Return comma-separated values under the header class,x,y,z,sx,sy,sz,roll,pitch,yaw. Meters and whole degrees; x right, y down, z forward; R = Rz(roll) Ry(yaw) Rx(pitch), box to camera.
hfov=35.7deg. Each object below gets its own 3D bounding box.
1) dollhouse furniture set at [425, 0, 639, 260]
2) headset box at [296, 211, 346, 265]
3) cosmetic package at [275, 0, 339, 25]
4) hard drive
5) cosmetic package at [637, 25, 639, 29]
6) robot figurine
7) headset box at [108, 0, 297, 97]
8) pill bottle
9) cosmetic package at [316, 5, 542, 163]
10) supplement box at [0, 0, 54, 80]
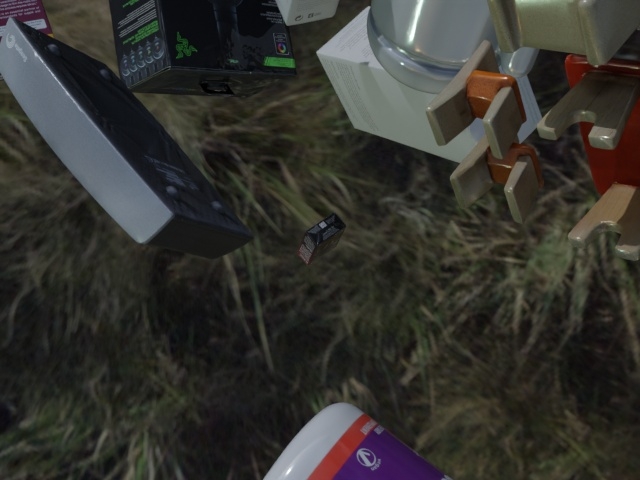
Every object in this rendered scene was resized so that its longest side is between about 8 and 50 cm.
class,x,y,z,sx,sy,sz,roll,pitch,yaw
dollhouse furniture set,0.219,-0.115,0.732,0.135,0.262,0.259,-51,137,-24
headset box,0.000,0.000,1.555,0.062,0.083,0.032,-34,74,-26
cosmetic package,-0.013,-0.407,1.331,0.085,0.231,0.117,-17,71,-20
hard drive,-0.182,-0.086,0.908,0.054,0.172,0.255,-45,70,10
cosmetic package,0.561,-0.426,1.590,0.107,0.238,0.127,-5,90,9
robot figurine,0.175,-0.340,1.317,0.200,0.353,0.300,-30,61,-34
headset box,-0.183,-0.352,1.498,0.246,0.131,0.283,-4,83,-44
pill bottle,0.089,0.303,0.884,0.323,0.181,0.181,35,92,11
cosmetic package,0.184,-0.270,1.738,0.155,0.365,0.197,-44,130,-18
supplement box,-0.405,-0.297,1.216,0.104,0.081,0.188,-17,78,-22
